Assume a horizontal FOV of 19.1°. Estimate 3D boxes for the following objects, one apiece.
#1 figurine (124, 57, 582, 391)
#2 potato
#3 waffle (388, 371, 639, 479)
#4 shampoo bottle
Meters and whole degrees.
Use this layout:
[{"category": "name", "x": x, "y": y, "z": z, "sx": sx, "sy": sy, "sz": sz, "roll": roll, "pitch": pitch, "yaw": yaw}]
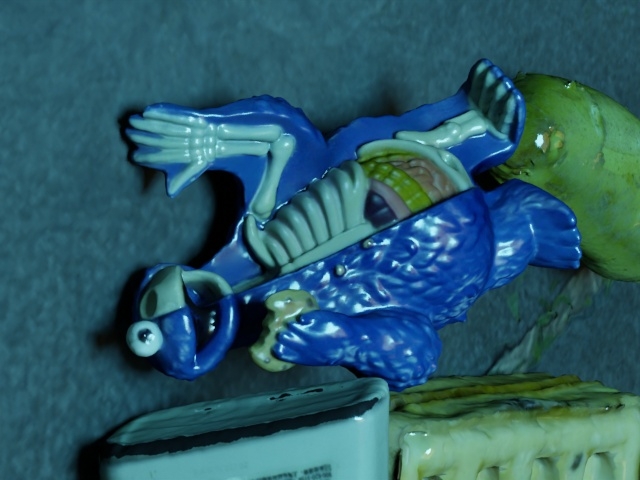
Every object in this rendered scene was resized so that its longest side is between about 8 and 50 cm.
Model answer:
[{"category": "figurine", "x": 0.008, "y": 0.005, "z": 1.005, "sx": 0.262, "sy": 0.121, "sz": 0.164, "roll": -10, "pitch": 80, "yaw": -25}, {"category": "potato", "x": 0.162, "y": -0.043, "z": 1.190, "sx": 0.188, "sy": 0.085, "sz": 0.105, "roll": 29, "pitch": 54, "yaw": -44}, {"category": "waffle", "x": 0.072, "y": 0.271, "z": 1.124, "sx": 0.261, "sy": 0.114, "sz": 0.376, "roll": 1, "pitch": 97, "yaw": -50}, {"category": "shampoo bottle", "x": -0.014, "y": 0.216, "z": 0.970, "sx": 0.071, "sy": 0.153, "sz": 0.284, "roll": -59, "pitch": 138, "yaw": -70}]
